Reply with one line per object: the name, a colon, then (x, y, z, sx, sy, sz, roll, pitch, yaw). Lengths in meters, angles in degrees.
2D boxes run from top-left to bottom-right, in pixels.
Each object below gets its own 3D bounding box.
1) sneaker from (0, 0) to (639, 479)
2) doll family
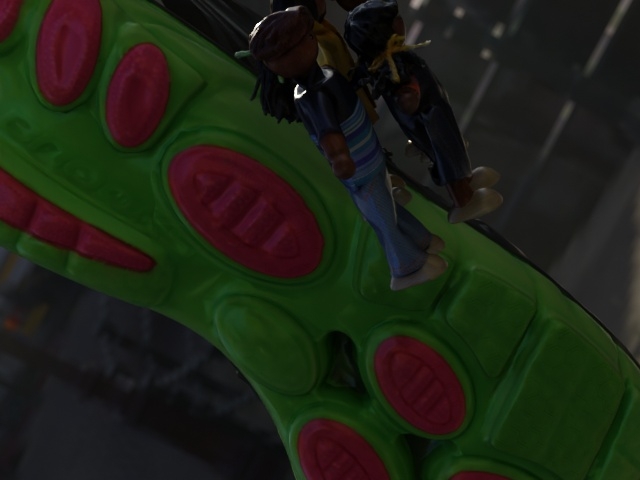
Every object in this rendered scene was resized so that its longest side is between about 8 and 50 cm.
sneaker: (0.000, 0.000, 0.977, 0.185, 0.483, 0.202, -41, 15, 22)
doll family: (0.016, -0.058, 0.772, 0.076, 0.111, 0.193, -27, 19, -3)
